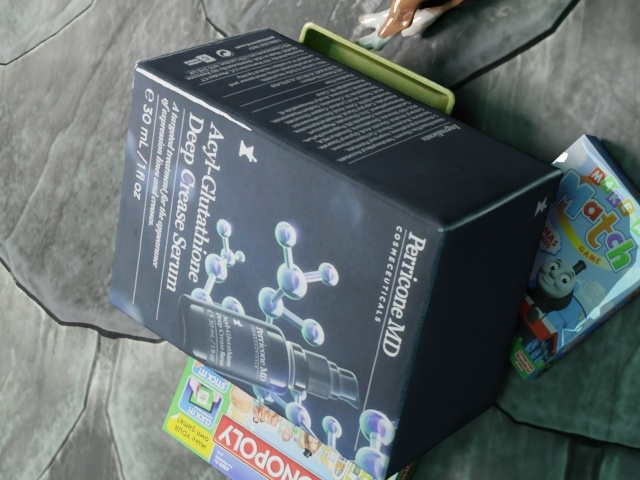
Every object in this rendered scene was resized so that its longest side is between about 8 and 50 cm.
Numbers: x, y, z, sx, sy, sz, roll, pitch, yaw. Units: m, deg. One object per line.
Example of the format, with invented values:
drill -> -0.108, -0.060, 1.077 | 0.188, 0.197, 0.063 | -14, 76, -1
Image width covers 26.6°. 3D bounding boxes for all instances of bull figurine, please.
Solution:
bull figurine -> 0.052, -0.358, 1.520 | 0.188, 0.101, 0.310 | -50, 61, 25

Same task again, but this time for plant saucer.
plant saucer -> 0.049, -0.129, 1.498 | 0.188, 0.045, 0.188 | 29, 125, 16

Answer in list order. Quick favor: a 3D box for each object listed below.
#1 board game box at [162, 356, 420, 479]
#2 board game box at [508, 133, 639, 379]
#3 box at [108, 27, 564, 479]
board game box -> -0.027, 0.202, 1.575 | 0.317, 0.046, 0.213 | 29, 102, 31
board game box -> 0.248, 0.018, 1.405 | 0.211, 0.039, 0.160 | -44, 66, 23
box -> 0.000, 0.000, 1.390 | 0.396, 0.212, 0.293 | 29, 124, 29
